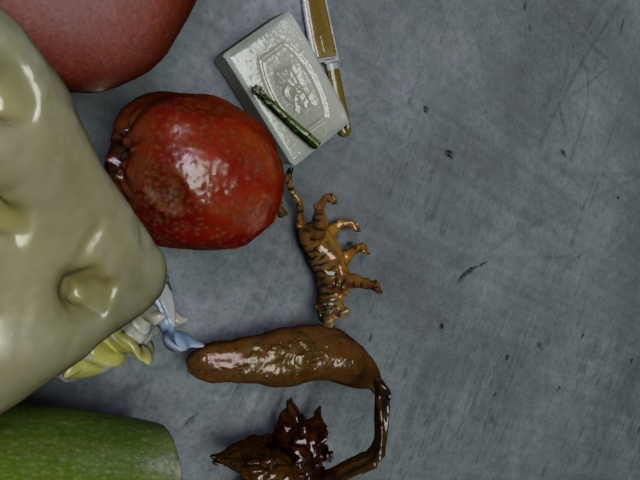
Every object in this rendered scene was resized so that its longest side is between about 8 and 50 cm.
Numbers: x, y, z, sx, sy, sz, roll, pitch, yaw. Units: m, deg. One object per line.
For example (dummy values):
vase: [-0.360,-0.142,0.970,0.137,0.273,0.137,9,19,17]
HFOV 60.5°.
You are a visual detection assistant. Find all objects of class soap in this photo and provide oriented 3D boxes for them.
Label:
soap: [-0.052,-0.216,0.794,0.121,0.063,0.183,-41,116,-16]

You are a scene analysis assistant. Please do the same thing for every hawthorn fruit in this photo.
hawthorn fruit: [-0.137,-0.078,0.692,0.253,0.205,0.205,13,92,-42]

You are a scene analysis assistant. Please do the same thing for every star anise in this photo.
star anise: [-0.029,0.332,0.843,0.346,0.148,0.237,-40,132,3]

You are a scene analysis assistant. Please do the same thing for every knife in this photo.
knife: [0.008,-0.284,0.841,0.046,0.022,0.256,-21,109,-22]

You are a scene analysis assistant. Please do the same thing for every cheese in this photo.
cheese: [-0.316,0.007,0.438,0.328,0.129,0.351,-47,138,-30]

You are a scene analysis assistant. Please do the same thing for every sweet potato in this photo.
sweet potato: [-0.032,0.179,0.857,0.354,0.095,0.106,14,95,-31]

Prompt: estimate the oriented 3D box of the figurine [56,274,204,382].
figurine: [-0.252,0.099,0.681,0.208,0.128,0.184,24,85,8]

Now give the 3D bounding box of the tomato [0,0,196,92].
tomato: [-0.260,-0.324,0.526,0.341,0.272,0.342,-6,102,-30]

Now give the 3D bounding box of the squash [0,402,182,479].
squash: [-0.370,0.300,0.574,0.384,0.263,0.263,20,88,-35]

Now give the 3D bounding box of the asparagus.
asparagus: [-0.047,-0.170,0.759,0.127,0.018,0.015,38,51,-30]

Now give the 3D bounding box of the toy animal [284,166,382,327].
toy animal: [0.001,-0.002,0.856,0.116,0.114,0.255,-24,109,10]
